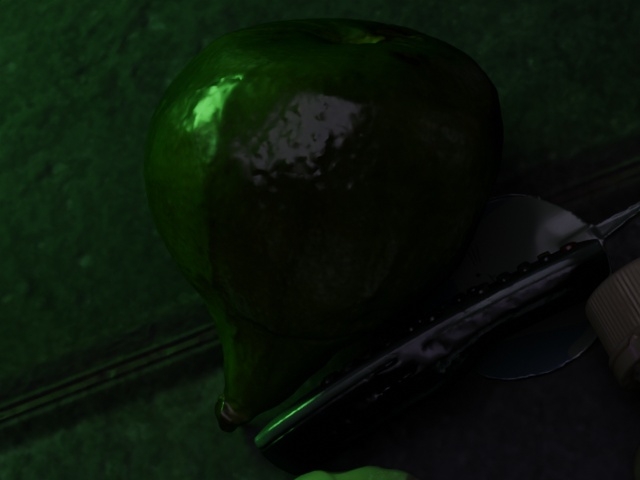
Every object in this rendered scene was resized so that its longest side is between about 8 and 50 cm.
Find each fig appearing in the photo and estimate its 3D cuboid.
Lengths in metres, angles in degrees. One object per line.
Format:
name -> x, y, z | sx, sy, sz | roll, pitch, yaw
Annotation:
fig -> 0.000, 0.000, 1.082 | 0.203, 0.203, 0.235 | 8, 105, 14

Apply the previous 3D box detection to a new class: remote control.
remote control -> 0.062, 0.063, 1.075 | 0.222, 0.072, 0.042 | -32, 89, 6

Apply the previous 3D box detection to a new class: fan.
fan -> 0.139, 0.009, 1.117 | 0.175, 0.005, 0.113 | -32, 67, -2

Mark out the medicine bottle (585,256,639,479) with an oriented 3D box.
medicine bottle -> 0.224, 0.121, 1.000 | 0.114, 0.114, 0.252 | -29, 65, 0

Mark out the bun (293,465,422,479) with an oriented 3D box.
bun -> 0.022, 0.204, 1.016 | 0.183, 0.102, 0.183 | -4, 71, 12
